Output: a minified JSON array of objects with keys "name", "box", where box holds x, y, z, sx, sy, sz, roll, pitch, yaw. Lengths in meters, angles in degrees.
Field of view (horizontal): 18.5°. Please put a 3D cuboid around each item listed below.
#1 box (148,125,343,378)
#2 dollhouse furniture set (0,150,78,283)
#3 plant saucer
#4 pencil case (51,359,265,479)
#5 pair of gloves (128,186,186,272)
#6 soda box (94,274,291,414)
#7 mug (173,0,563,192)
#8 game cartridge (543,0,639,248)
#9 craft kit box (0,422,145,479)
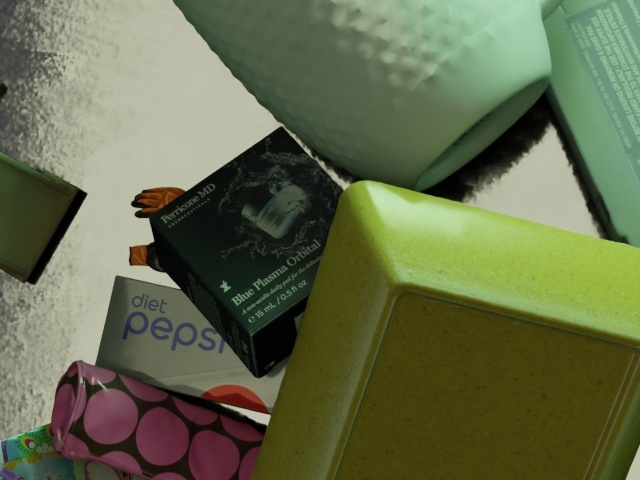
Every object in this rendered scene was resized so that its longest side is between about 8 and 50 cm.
[{"name":"box","box":[-0.046,0.010,1.775,0.156,0.093,0.158,-36,64,-15]},{"name":"dollhouse furniture set","box":[-0.384,-0.074,1.901,0.242,0.161,0.212,30,89,31]},{"name":"plant saucer","box":[0.137,0.143,1.710,0.332,0.081,0.333,14,114,-8]},{"name":"pencil case","box":[-0.149,0.188,1.803,0.209,0.095,0.098,23,66,-18]},{"name":"pair of gloves","box":[-0.149,-0.011,1.905,0.074,0.010,0.083,1,86,7]},{"name":"soda box","box":[-0.060,0.110,1.842,0.286,0.091,0.098,13,87,9]},{"name":"mug","box":[0.079,-0.248,1.763,0.374,0.276,0.328,-38,81,0]},{"name":"game cartridge","box":[0.330,-0.138,1.794,0.230,0.068,0.355,-24,67,9]},{"name":"craft kit box","box":[-0.235,0.293,1.799,0.246,0.061,0.250,-19,82,-31]}]
